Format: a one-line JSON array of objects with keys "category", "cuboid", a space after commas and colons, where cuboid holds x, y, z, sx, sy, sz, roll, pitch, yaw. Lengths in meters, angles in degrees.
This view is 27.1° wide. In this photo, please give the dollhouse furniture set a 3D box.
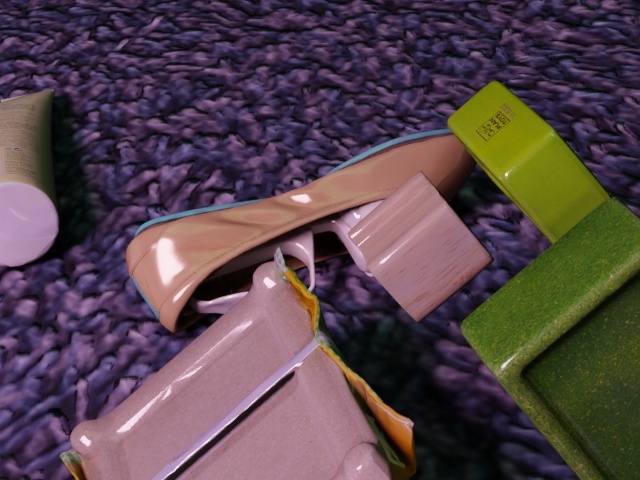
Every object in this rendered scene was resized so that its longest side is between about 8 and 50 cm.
[{"category": "dollhouse furniture set", "cuboid": [0.042, 0.097, 0.640, 0.301, 0.151, 0.197, -41, 30, 6]}]

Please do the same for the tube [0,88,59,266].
[{"category": "tube", "cuboid": [-0.227, -0.060, 0.955, 0.070, 0.062, 0.240, 27, 16, -27]}]

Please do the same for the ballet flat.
[{"category": "ballet flat", "cuboid": [0.000, 0.000, 0.809, 0.232, 0.080, 0.073, -19, 63, -9]}]
